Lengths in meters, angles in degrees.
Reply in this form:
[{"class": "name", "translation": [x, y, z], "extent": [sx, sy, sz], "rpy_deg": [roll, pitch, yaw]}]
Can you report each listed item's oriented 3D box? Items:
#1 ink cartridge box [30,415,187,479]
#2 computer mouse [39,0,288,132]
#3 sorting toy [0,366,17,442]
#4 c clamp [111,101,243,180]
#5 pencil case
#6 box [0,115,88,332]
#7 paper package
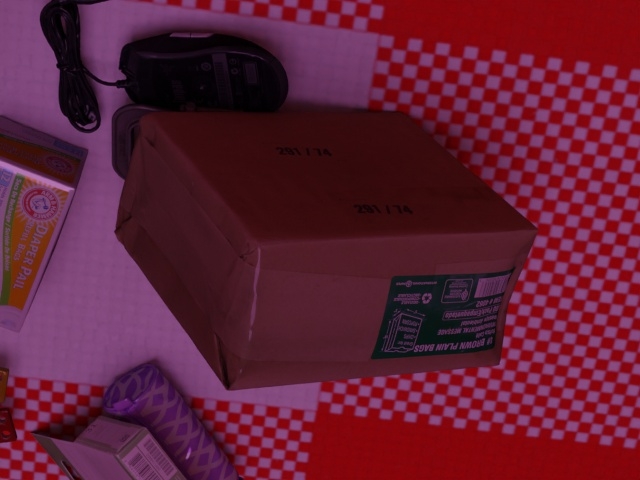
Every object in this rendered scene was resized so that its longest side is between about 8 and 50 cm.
[{"class": "ink cartridge box", "translation": [-0.238, 0.289, 1.793], "extent": [0.056, 0.235, 0.171], "rpy_deg": [-45, 115, -24]}, {"class": "computer mouse", "translation": [-0.168, -0.212, 1.579], "extent": [0.262, 0.060, 0.184], "rpy_deg": [-3, 128, 13]}, {"class": "sorting toy", "translation": [-0.499, 0.201, 1.801], "extent": [0.274, 0.046, 0.132], "rpy_deg": [-10, 117, 5]}, {"class": "c clamp", "translation": [-0.166, -0.102, 1.626], "extent": [0.137, 0.022, 0.161], "rpy_deg": [11, 144, -7]}, {"class": "pencil case", "translation": [-0.183, 0.248, 1.803], "extent": [0.086, 0.088, 0.206], "rpy_deg": [-25, 114, 24]}, {"class": "box", "translation": [-0.350, -0.018, 1.656], "extent": [0.114, 0.103, 0.203], "rpy_deg": [20, 116, -10]}, {"class": "paper package", "translation": [0.000, 0.000, 1.507], "extent": [0.325, 0.309, 0.168], "rpy_deg": [-2, 120, -29]}]
